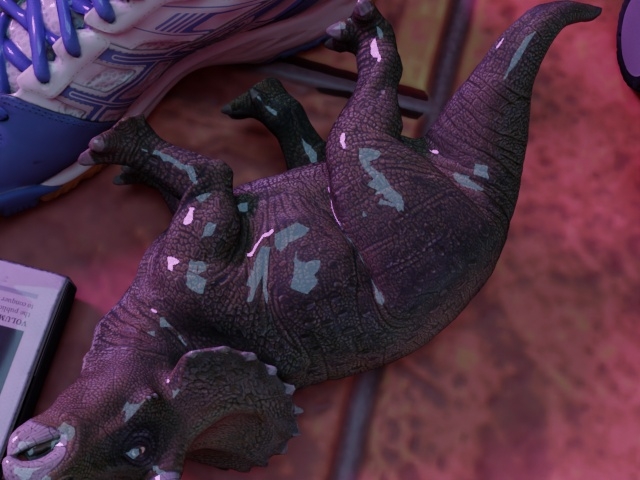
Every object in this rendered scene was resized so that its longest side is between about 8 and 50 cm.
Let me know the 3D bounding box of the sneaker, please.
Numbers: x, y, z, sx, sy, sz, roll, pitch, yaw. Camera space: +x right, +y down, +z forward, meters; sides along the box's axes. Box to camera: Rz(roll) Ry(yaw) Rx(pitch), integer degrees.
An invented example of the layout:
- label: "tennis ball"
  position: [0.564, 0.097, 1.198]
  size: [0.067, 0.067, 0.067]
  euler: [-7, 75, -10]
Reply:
- label: "sneaker"
  position: [-0.098, -0.116, 0.398]
  size: [0.296, 0.131, 0.112]
  euler: [-33, 78, -13]

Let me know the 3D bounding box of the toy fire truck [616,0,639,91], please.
- label: "toy fire truck"
  position: [0.210, -0.072, 0.340]
  size: [0.158, 0.246, 0.217]
  euler: [-2, 71, -5]

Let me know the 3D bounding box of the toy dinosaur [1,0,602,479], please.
- label: "toy dinosaur"
  position: [0.000, 0.000, 0.389]
  size: [0.313, 0.121, 0.160]
  euler: [-30, 87, -18]

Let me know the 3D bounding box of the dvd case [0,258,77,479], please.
- label: "dvd case"
  position: [-0.227, 0.106, 0.364]
  size: [0.179, 0.029, 0.238]
  euler: [14, 70, 2]
